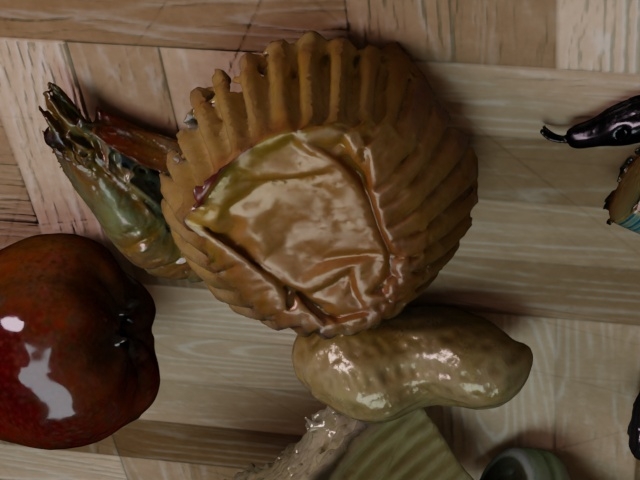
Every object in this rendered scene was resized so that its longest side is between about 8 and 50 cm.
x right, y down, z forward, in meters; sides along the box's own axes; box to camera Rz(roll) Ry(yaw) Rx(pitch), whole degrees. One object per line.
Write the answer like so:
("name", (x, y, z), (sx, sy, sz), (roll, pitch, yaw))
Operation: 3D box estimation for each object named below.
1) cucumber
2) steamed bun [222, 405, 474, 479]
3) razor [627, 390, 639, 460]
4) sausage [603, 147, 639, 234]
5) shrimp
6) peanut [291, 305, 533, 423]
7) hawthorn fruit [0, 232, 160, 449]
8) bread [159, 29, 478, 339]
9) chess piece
("cucumber", (0.256, -0.096, 1.401), (0.163, 0.039, 0.043), (-19, 111, 32))
("steamed bun", (-0.001, 0.308, 1.791), (0.272, 0.290, 0.273), (-4, 131, 53))
("razor", (0.373, 0.186, 1.677), (0.148, 0.090, 0.054), (9, 152, 5))
("sausage", (0.370, 0.001, 1.461), (0.264, 0.083, 0.083), (22, 141, -13))
("shrimp", (-0.157, -0.053, 1.559), (0.145, 0.061, 0.267), (-24, 126, 27))
("peanut", (0.086, 0.119, 1.652), (0.236, 0.120, 0.110), (2, 104, 23))
("hawthorn fruit", (-0.282, 0.110, 1.676), (0.248, 0.208, 0.208), (-19, 132, 21))
("bread", (0.001, -0.028, 1.428), (0.274, 0.149, 0.274), (-3, 125, -4))
("chess piece", (0.304, 0.312, 1.844), (0.272, 0.139, 0.139), (17, 143, -23))
